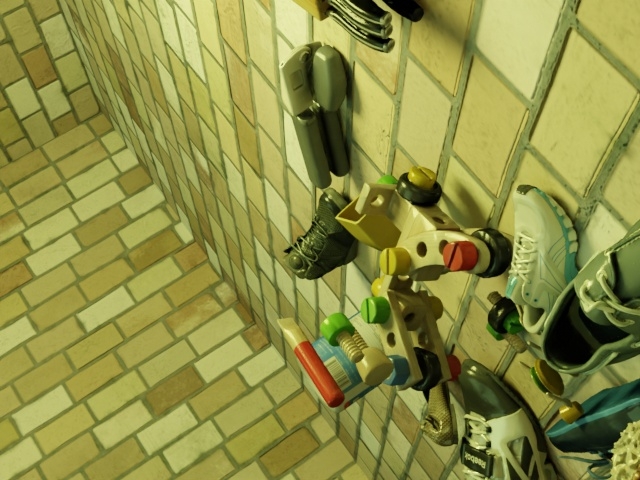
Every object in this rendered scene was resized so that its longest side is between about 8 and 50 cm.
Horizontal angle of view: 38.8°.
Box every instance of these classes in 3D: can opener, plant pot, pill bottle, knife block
[{"bbox_3d":[-0.001,-0.178,1.360,0.093,0.074,0.280,47,162,32],"label":"can opener"},{"bbox_3d":[0.089,-0.027,1.378,0.083,0.081,0.081,52,168,-20],"label":"plant pot"},{"bbox_3d":[0.081,0.184,1.544,0.124,0.221,0.124,52,163,22],"label":"pill bottle"},{"bbox_3d":[0.006,-0.310,1.039,0.242,0.088,0.276,60,165,-6],"label":"knife block"}]

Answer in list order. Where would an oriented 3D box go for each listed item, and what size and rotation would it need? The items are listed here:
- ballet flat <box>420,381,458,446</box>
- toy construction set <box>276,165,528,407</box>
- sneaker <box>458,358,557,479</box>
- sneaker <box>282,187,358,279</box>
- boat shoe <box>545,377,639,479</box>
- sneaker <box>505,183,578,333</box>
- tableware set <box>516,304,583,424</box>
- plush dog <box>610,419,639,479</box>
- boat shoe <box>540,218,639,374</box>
[{"bbox_3d":[0.189,0.267,1.527,0.250,0.058,0.084,-90,-7,-69],"label":"ballet flat"},{"bbox_3d":[0.088,0.048,1.151,0.237,0.309,0.257,53,157,37],"label":"toy construction set"},{"bbox_3d":[0.274,0.346,1.420,0.330,0.146,0.122,62,166,-13],"label":"sneaker"},{"bbox_3d":[0.000,0.000,1.619,0.087,0.130,0.227,50,161,20],"label":"sneaker"},{"bbox_3d":[0.338,0.226,1.044,0.089,0.109,0.258,52,167,9],"label":"boat shoe"},{"bbox_3d":[0.237,0.028,1.004,0.071,0.083,0.190,36,153,58],"label":"sneaker"},{"bbox_3d":[0.270,0.144,1.069,0.104,0.024,0.154,28,-146,-32],"label":"tableware set"},{"bbox_3d":[0.342,0.201,0.775,0.211,0.262,0.225,-1,116,27],"label":"plush dog"},{"bbox_3d":[0.292,0.060,0.854,0.116,0.099,0.319,54,165,14],"label":"boat shoe"}]
